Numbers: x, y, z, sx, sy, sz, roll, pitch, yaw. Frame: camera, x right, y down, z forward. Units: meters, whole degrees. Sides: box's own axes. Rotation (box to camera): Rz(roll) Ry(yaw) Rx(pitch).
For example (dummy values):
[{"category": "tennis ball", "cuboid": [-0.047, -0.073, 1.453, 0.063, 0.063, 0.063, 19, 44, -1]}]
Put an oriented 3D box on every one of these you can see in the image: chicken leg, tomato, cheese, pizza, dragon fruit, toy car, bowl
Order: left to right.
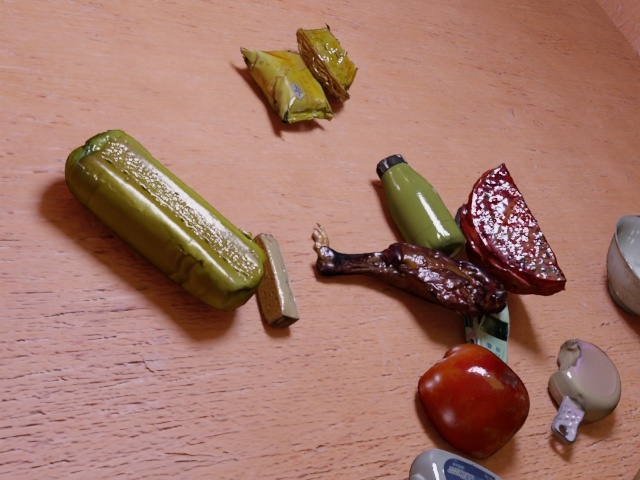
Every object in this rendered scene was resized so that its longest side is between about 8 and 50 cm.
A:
[{"category": "pizza", "cuboid": [0.000, 0.000, 1.899, 0.037, 0.016, 0.083, 15, 48, -31]}, {"category": "chicken leg", "cuboid": [0.177, 0.072, 1.907, 0.407, 0.096, 0.158, 14, 26, -12]}, {"category": "tomato", "cuboid": [0.302, 0.280, 1.774, 0.200, 0.139, 0.233, 50, 37, 2]}, {"category": "toy car", "cuboid": [0.342, 0.168, 1.974, 0.090, 0.076, 0.224, 26, 39, -21]}, {"category": "dragon fruit", "cuboid": [0.376, 0.022, 2.078, 0.152, 0.205, 0.317, -17, 61, -13]}, {"category": "cheese", "cuboid": [0.530, 0.317, 1.981, 0.163, 0.082, 0.286, 43, 38, 5]}, {"category": "bowl", "cuboid": [0.802, 0.101, 2.376, 0.313, 0.146, 0.313, 22, 41, -20]}]

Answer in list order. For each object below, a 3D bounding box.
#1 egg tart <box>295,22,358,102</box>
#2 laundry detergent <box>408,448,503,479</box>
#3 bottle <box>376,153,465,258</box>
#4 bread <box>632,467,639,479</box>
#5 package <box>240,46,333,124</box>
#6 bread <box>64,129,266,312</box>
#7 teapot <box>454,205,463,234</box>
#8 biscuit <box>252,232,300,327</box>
[{"category": "egg tart", "cuboid": [0.022, -0.416, 2.221, 0.212, 0.090, 0.212, 56, 9, -13]}, {"category": "laundry detergent", "cuboid": [0.218, 0.487, 1.525, 0.215, 0.105, 0.280, 31, 40, -12]}, {"category": "bottle", "cuboid": [0.204, -0.071, 2.065, 0.112, 0.112, 0.260, -3, 54, -42]}, {"category": "bread", "cuboid": [0.778, 0.544, 1.822, 0.376, 0.253, 0.348, 47, 33, 6]}, {"category": "package", "cuboid": [-0.074, -0.344, 2.118, 0.168, 0.090, 0.226, -11, 60, -47]}, {"category": "bread", "cuboid": [-0.263, -0.027, 1.620, 0.383, 0.112, 0.166, 40, 34, -2]}, {"category": "teapot", "cuboid": [0.320, -0.034, 2.187, 0.043, 0.043, 0.111, 36, 40, -6]}, {"category": "biscuit", "cuboid": [-0.083, 0.071, 1.728, 0.056, 0.052, 0.188, 26, 37, -44]}]
